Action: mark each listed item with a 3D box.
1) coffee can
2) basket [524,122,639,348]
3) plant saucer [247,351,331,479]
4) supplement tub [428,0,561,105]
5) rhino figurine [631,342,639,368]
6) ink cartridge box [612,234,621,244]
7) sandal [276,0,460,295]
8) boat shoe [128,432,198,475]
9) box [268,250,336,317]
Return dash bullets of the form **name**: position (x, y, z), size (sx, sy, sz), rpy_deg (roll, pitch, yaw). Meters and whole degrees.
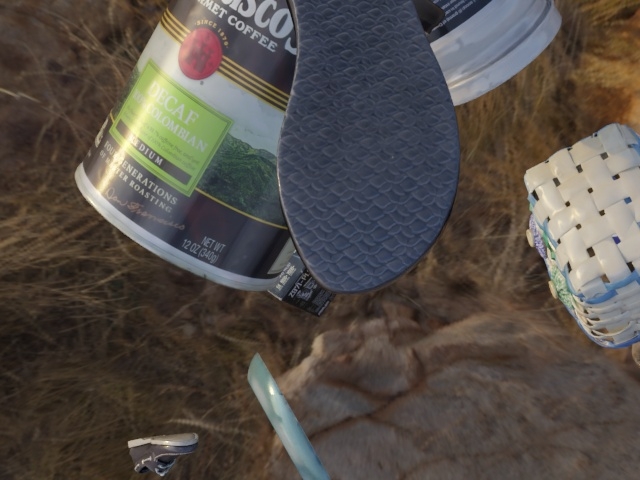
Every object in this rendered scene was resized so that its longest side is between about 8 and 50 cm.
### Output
- **coffee can**: position (-0.053, -0.125, 0.850), size (0.201, 0.201, 0.275), rpy_deg (33, 104, 4)
- **basket**: position (0.370, 0.002, 1.220), size (0.201, 0.289, 0.254), rpy_deg (-32, 55, 23)
- **plant saucer**: position (-0.050, 0.344, 1.776), size (0.044, 0.317, 0.317), rpy_deg (-29, 86, -8)
- **supplement tub**: position (0.112, -0.298, 1.071), size (0.191, 0.191, 0.272), rpy_deg (-39, 109, 1)
- **rhino figurine**: position (0.550, 0.123, 1.450), size (0.243, 0.073, 0.106), rpy_deg (-36, 53, -16)
- **ink cartridge box**: position (0.639, -0.010, 1.741), size (0.223, 0.224, 0.045), rpy_deg (-10, 87, 36)
- **sandal**: position (0.023, -0.089, 0.564), size (0.097, 0.054, 0.254), rpy_deg (-4, 69, 3)
- **boat shoe**: position (-0.260, 0.360, 1.697), size (0.075, 0.206, 0.065), rpy_deg (-2, 80, -36)
- **box**: position (0.000, 0.000, 1.333), size (0.077, 0.147, 0.180), rpy_deg (38, 92, 23)
